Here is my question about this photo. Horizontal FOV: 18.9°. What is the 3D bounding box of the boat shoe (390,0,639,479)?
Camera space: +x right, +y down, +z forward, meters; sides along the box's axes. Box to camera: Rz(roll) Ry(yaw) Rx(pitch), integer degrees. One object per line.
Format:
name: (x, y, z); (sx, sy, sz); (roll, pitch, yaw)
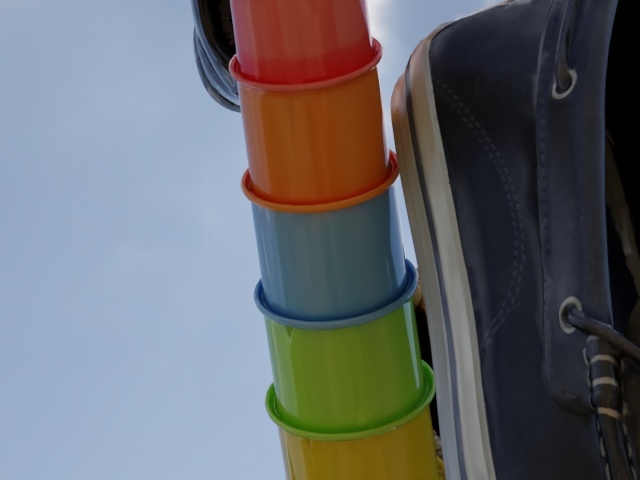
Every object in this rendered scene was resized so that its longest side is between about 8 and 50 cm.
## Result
boat shoe: (0.156, 0.074, 0.816); (0.187, 0.500, 0.156); (24, -48, -40)

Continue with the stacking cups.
stacking cups: (0.000, 0.000, 0.952); (0.096, 0.096, 0.316); (-10, -62, 0)

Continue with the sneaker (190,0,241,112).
sneaker: (-0.035, -0.214, 1.215); (0.101, 0.106, 0.267); (0, -86, 3)

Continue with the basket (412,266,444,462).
basket: (0.169, 0.131, 1.159); (0.213, 0.299, 0.223); (-37, -21, -12)
